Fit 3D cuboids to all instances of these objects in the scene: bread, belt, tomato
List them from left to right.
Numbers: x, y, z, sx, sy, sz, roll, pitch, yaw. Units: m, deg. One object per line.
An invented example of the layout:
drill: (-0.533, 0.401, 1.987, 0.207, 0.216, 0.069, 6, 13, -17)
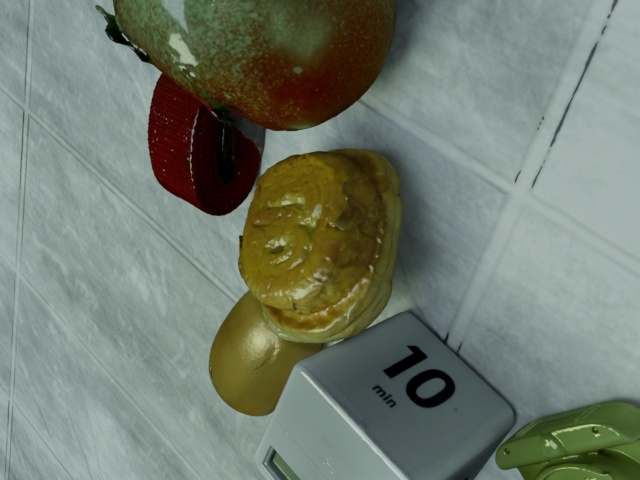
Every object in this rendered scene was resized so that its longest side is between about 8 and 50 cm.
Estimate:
belt: (-0.161, -0.144, 1.070, 0.124, 0.128, 0.201, 27, 123, 35)
bread: (-0.091, 0.161, 1.130, 0.147, 0.098, 0.217, 47, 133, 19)
tomato: (-0.066, -0.270, 0.844, 0.303, 0.303, 0.239, 48, 115, 22)
bread: (0.002, 0.000, 0.917, 0.198, 0.120, 0.236, -7, 69, 44)

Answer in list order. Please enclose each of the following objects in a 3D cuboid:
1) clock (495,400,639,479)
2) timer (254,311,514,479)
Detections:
clock: (0.293, 0.286, 0.801, 0.170, 0.069, 0.232, -34, 79, 46)
timer: (0.070, 0.229, 0.917, 0.192, 0.195, 0.194, 43, 131, 26)
